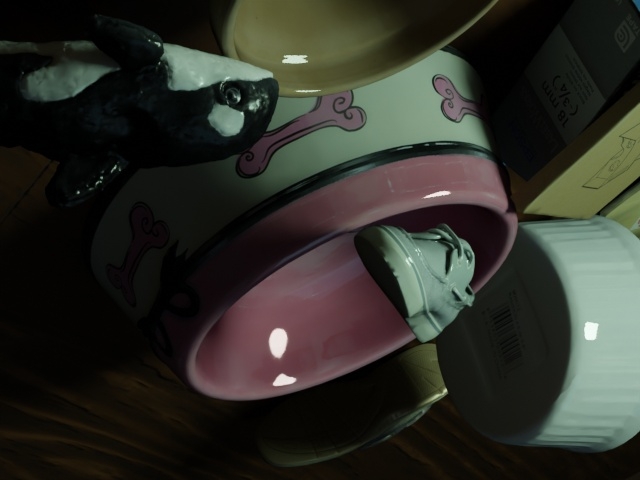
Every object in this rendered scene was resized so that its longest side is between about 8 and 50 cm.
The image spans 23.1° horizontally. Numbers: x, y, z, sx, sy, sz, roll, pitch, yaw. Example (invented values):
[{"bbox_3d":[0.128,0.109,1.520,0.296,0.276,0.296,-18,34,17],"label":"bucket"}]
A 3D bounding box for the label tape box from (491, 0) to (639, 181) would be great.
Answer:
[{"bbox_3d":[0.306,-0.137,1.530,0.241,0.106,0.333,-11,152,-31],"label":"label tape box"}]

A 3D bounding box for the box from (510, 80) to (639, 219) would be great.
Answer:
[{"bbox_3d":[0.278,-0.091,1.400,0.201,0.021,0.164,-43,158,23],"label":"box"}]

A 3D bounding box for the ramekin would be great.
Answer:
[{"bbox_3d":[0.253,0.106,1.779,0.135,0.277,0.277,2,144,-34],"label":"ramekin"}]

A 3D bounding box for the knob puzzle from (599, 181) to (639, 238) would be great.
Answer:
[{"bbox_3d":[0.414,-0.061,1.890,0.213,0.030,0.213,-23,157,-10],"label":"knob puzzle"}]

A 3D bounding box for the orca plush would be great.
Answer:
[{"bbox_3d":[-0.171,-0.077,1.017,0.287,0.102,0.151,11,159,-26],"label":"orca plush"}]

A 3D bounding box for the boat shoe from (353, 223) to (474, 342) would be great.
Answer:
[{"bbox_3d":[0.087,0.022,1.309,0.081,0.079,0.227,-37,161,-1],"label":"boat shoe"}]

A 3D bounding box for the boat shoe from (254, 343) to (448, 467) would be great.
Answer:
[{"bbox_3d":[0.048,0.226,2.013,0.285,0.103,0.092,-25,152,-19],"label":"boat shoe"}]

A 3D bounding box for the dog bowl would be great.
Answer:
[{"bbox_3d":[0.000,0.000,1.439,0.408,0.150,0.408,-22,157,-10],"label":"dog bowl"}]

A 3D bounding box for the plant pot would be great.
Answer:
[{"bbox_3d":[0.022,-0.212,1.077,0.237,0.109,0.237,-22,155,-11],"label":"plant pot"}]
